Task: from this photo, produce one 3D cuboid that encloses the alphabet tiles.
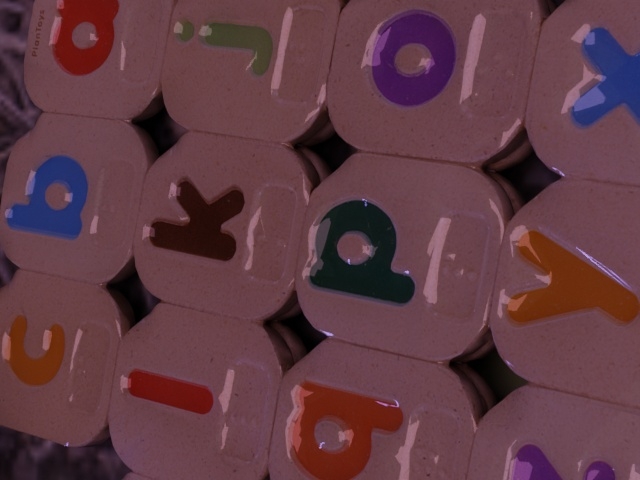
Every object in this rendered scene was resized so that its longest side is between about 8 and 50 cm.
[{"bbox_3d":[0.000,0.000,0.450,0.278,0.021,0.284,9,90,36],"label":"alphabet tiles"}]
